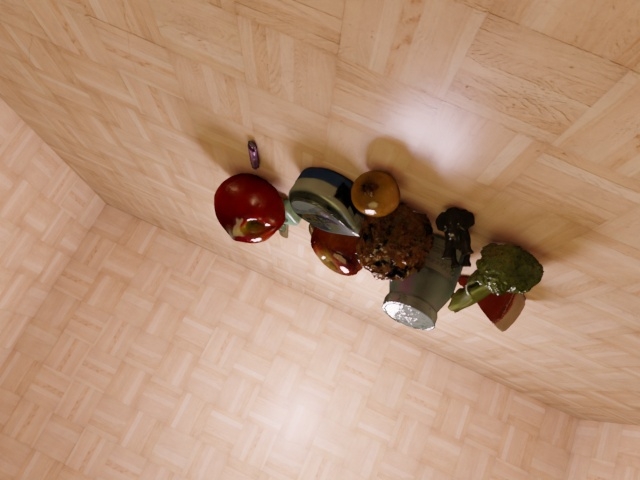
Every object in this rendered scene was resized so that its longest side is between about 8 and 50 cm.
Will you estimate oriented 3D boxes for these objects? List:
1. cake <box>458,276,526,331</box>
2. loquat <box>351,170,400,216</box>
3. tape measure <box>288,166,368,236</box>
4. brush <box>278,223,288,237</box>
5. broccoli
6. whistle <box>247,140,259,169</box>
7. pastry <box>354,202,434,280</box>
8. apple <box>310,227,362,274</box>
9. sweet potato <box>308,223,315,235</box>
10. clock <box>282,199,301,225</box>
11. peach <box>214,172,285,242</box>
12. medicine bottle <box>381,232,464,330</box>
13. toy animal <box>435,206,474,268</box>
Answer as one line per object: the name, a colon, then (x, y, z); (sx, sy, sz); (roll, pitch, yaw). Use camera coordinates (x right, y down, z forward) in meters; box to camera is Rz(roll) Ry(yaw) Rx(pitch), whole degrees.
cake: (0.647, 0.253, 1.863); (0.262, 0.160, 0.158); (11, 161, 43)
loquat: (0.166, -0.140, 1.417); (0.163, 0.137, 0.163); (33, 178, 1)
tape measure: (0.023, -0.131, 1.642); (0.259, 0.138, 0.262); (8, 156, 41)
brush: (-0.184, -0.056, 2.301); (0.054, 0.048, 0.282); (27, 164, 4)
broccoli: (0.565, 0.102, 1.527); (0.253, 0.186, 0.302); (-15, 171, -20)
whistle: (-0.237, -0.301, 1.678); (0.033, 0.033, 0.176); (24, 162, 4)
pastry: (0.240, 0.004, 1.533); (0.274, 0.275, 0.193); (22, 176, 9)
apple: (0.087, 0.011, 1.862); (0.251, 0.206, 0.272); (28, 163, 30)
sweet potato: (0.004, 0.006, 2.180); (0.108, 0.079, 0.346); (51, 170, 16)
clock: (-0.181, -0.133, 2.040); (0.188, 0.060, 0.148); (16, 161, 29)
peach: (-0.289, -0.141, 1.912); (0.281, 0.281, 0.338); (37, -162, -32)
medicine bottle: (0.363, 0.151, 1.691); (0.244, 0.290, 0.245); (21, 155, 11)
toy animal: (0.410, -0.009, 1.446); (0.114, 0.146, 0.245); (1, 160, 12)
